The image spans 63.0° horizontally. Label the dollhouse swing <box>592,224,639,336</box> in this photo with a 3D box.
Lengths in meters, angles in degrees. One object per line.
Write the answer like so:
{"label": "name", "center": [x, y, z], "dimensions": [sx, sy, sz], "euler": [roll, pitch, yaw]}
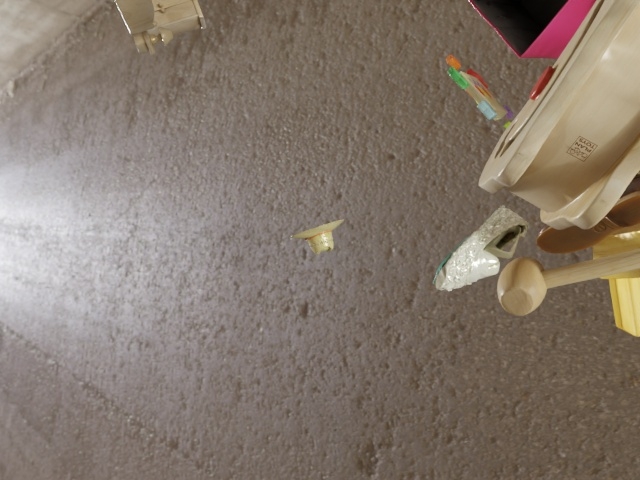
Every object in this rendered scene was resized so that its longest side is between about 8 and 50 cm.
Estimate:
{"label": "dollhouse swing", "center": [0.940, 0.079, 1.328], "dimensions": [0.315, 0.346, 0.305], "euler": [137, 117, -82]}

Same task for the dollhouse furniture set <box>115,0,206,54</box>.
{"label": "dollhouse furniture set", "center": [-0.386, -0.619, 1.150], "dimensions": [0.355, 0.173, 0.304], "euler": [97, 151, -73]}

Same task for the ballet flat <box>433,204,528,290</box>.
{"label": "ballet flat", "center": [0.501, 0.027, 1.566], "dimensions": [0.147, 0.409, 0.147], "euler": [32, 144, 28]}

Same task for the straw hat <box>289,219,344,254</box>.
{"label": "straw hat", "center": [0.000, 0.000, 1.216], "dimensions": [0.144, 0.144, 0.061], "euler": [-19, 89, 43]}

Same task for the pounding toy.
{"label": "pounding toy", "center": [0.229, -0.069, 0.411], "dimensions": [0.154, 0.154, 0.270], "euler": [31, 115, 6]}

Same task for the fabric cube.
{"label": "fabric cube", "center": [0.601, -0.653, 1.354], "dimensions": [0.259, 0.258, 0.254], "euler": [61, 143, 22]}

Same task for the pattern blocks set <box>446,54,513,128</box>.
{"label": "pattern blocks set", "center": [0.430, -0.380, 1.382], "dimensions": [0.026, 0.324, 0.286], "euler": [-44, 69, 29]}

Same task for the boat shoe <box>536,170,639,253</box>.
{"label": "boat shoe", "center": [0.451, -0.043, 0.851], "dimensions": [0.207, 0.073, 0.073], "euler": [-31, 28, 47]}
